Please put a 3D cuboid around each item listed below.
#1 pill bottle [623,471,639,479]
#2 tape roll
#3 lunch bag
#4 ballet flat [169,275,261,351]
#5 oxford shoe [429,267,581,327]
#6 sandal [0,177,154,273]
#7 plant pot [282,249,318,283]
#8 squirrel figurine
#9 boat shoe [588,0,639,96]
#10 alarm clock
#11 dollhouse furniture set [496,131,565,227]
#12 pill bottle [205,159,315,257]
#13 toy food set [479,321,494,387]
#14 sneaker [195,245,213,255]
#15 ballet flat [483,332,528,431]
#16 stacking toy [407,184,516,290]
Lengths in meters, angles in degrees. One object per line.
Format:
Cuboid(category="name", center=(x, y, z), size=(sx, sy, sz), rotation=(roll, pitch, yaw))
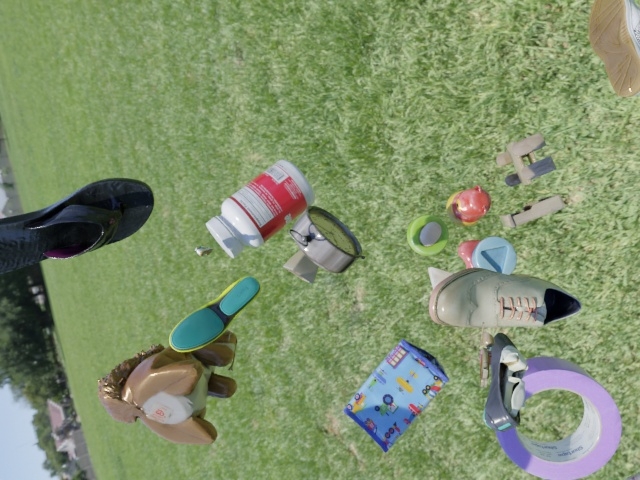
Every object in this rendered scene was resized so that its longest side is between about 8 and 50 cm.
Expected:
Cuboid(category="pill bottle", center=(0.912, 0.682, 1.124), size=(0.301, 0.169, 0.169), rotation=(-42, 63, 22))
Cuboid(category="tape roll", center=(0.561, 0.429, 1.052), size=(0.275, 0.090, 0.274), rotation=(1, 97, 10))
Cuboid(category="lunch bag", center=(0.206, 0.377, 1.110), size=(0.138, 0.293, 0.221), rotation=(40, 92, 20))
Cuboid(category="ballet flat", center=(-0.225, 0.165, 0.953), size=(0.077, 0.231, 0.077), rotation=(49, 155, 5))
Cuboid(category="oxford shoe", center=(0.437, 0.139, 1.012), size=(0.146, 0.397, 0.140), rotation=(-168, 76, -64))
Cuboid(category="sandal", center=(-0.613, -0.014, 1.040), size=(0.107, 0.446, 0.167), rotation=(53, 161, 47))
Cuboid(category="plant pot", center=(-0.065, 0.098, 1.711), size=(0.096, 0.109, 0.109), rotation=(-57, 22, -10))
Cuboid(category="squirrel figurine", center=(-0.444, 0.381, 1.320), size=(0.370, 0.397, 0.280), rotation=(-79, -21, -64))
Cuboid(category="boat shoe", center=(0.656, -0.421, 0.916), size=(0.098, 0.096, 0.277), rotation=(111, 158, -70))
Cuboid(category="alarm clock", center=(0.000, 0.000, 0.759), size=(0.064, 0.192, 0.129), rotation=(-47, 67, 18))
Cuboid(category="dollhouse furniture set", center=(0.615, -0.181, 1.343), size=(0.212, 0.161, 0.242), rotation=(-12, -100, -79))
Cuboid(category="pill bottle", center=(-0.240, -0.122, 1.722), size=(0.229, 0.408, 0.229), rotation=(46, 164, 17))
Cuboid(category="toy food set", center=(0.285, 0.202, 0.740), size=(0.019, 0.122, 0.077), rotation=(4, 124, 18))
Cuboid(category="sneaker", center=(-0.416, 0.033, 1.544), size=(0.037, 0.083, 0.032), rotation=(35, 99, 11))
Cuboid(category="ballet flat", center=(0.358, 0.259, 0.816), size=(0.074, 0.203, 0.074), rotation=(16, 142, 13))
Cuboid(category="stacking toy", center=(0.436, 0.003, 1.319), size=(0.130, 0.280, 0.308), rotation=(121, 126, -79))
